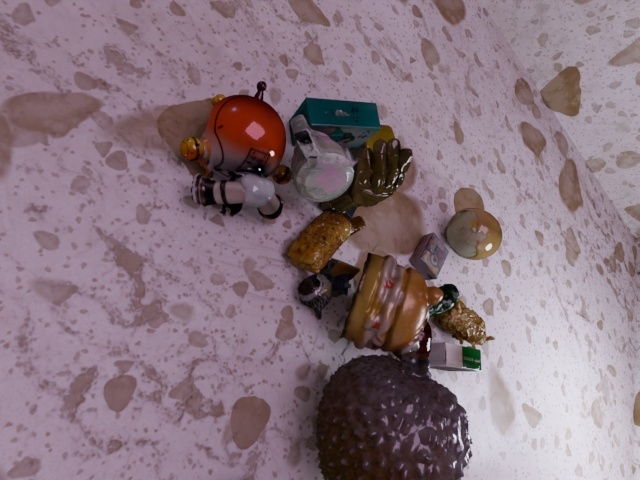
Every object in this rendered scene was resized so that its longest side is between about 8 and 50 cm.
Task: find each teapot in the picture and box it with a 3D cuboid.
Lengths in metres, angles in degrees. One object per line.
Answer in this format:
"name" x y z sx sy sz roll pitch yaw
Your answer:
"teapot" -0.027 -0.225 1.143 0.221 0.163 0.178 25 31 -37

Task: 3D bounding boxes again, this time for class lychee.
"lychee" 0.166 0.480 1.026 0.380 0.380 0.432 22 89 -31

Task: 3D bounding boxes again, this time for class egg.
"egg" 0.604 -0.022 1.619 0.244 0.201 0.201 11 70 -43

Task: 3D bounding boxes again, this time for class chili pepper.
"chili pepper" 0.391 0.213 1.447 0.224 0.061 0.098 -18 62 -25

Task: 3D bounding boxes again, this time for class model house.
"model house" 0.050 0.107 1.219 0.087 0.100 0.101 24 64 -31

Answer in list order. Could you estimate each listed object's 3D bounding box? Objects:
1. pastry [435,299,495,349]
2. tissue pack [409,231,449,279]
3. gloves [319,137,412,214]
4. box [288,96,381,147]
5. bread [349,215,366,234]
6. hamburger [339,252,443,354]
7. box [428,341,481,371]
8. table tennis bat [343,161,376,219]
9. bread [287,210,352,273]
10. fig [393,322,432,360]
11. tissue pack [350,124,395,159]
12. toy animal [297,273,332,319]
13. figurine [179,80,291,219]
"pastry" 0.526 0.317 1.523 0.250 0.102 0.154 40 45 -19
"tissue pack" 0.405 0.058 1.533 0.108 0.060 0.148 50 54 -17
"gloves" 0.135 -0.170 1.218 0.154 0.331 0.141 4 67 -43
"box" 0.043 -0.359 1.286 0.245 0.153 0.092 -4 79 -25
"bread" 0.112 -0.049 1.354 0.083 0.036 0.047 -30 94 -41
"hamburger" 0.197 0.189 1.168 0.237 0.276 0.276 18 62 4
"box" 0.432 0.398 1.409 0.199 0.135 0.081 17 67 -34
"table tennis bat" 0.146 -0.172 1.427 0.154 0.021 0.274 45 53 -17
"bread" 0.000 0.000 1.204 0.211 0.114 0.083 -51 150 -35
"fig" 0.267 0.291 1.300 0.149 0.148 0.202 -51 119 -15
"tissue pack" 0.185 -0.349 1.463 0.169 0.082 0.120 -6 75 -39
"toy animal" -0.020 0.161 1.162 0.098 0.098 0.137 1 99 -37
"figurine" -0.191 -0.230 1.068 0.320 0.196 0.323 9 72 -41
